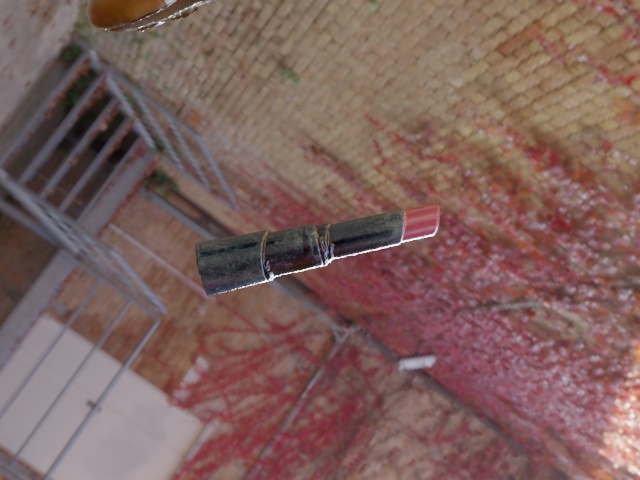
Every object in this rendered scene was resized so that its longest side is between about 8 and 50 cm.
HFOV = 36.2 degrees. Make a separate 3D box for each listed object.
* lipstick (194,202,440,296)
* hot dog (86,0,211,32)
[{"bbox_3d":[0.000,0.000,0.934,0.234,0.053,0.053,-14,-169,-1],"label":"lipstick"},{"bbox_3d":[-0.125,-0.208,0.804,0.140,0.060,0.090,-26,-176,0],"label":"hot dog"}]
